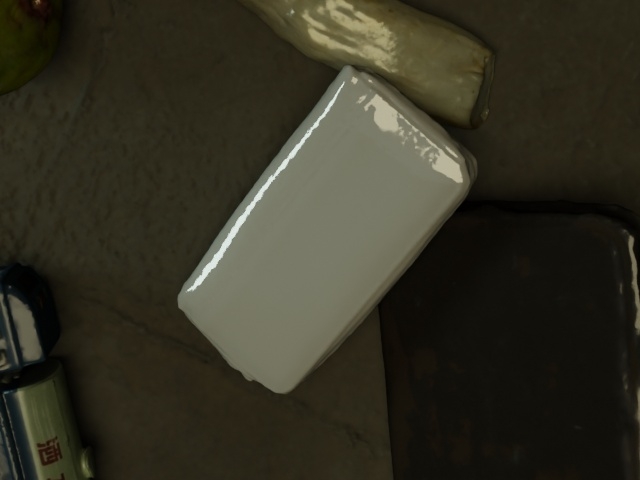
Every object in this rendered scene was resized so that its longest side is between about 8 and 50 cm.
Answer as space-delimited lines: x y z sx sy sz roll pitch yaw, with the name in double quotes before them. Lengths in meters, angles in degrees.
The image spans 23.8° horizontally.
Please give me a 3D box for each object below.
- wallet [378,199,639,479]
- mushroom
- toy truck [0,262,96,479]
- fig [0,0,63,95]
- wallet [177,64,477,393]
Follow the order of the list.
"wallet" 0.110 0.130 0.829 0.165 0.042 0.309 1 101 30
"mushroom" 0.008 -0.121 0.805 0.202 0.054 0.059 32 110 -7
"toy truck" -0.177 0.115 0.863 0.088 0.074 0.201 -11 101 4
"fig" -0.222 -0.115 0.812 0.166 0.093 0.093 -6 101 9
"wallet" 0.000 0.000 0.818 0.095 0.033 0.190 41 115 8
